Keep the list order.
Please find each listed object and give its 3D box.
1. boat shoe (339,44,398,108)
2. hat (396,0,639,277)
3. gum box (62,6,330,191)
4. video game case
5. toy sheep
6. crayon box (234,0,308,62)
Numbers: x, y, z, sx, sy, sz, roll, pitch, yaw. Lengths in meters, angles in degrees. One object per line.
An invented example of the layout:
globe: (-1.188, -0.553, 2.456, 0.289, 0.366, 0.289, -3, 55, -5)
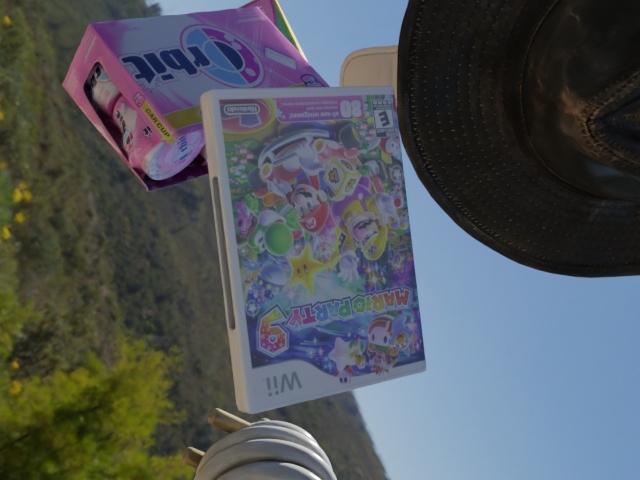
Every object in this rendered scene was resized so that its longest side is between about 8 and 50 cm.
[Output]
boat shoe: (0.128, -0.165, 0.904, 0.254, 0.079, 0.095, 6, -77, 50)
hat: (0.217, -0.090, 0.523, 0.134, 0.331, 0.331, -100, 166, -65)
gum box: (-0.089, -0.112, 0.653, 0.107, 0.188, 0.062, 50, -50, 14)
video game case: (0.000, 0.000, 0.345, 0.011, 0.087, 0.122, -5, -88, 57)
toy sheep: (-0.032, 0.140, 0.478, 0.132, 0.091, 0.091, -93, 162, -60)
crayon box: (-0.012, -0.120, 1.226, 0.363, 0.106, 0.313, 65, 4, 9)
